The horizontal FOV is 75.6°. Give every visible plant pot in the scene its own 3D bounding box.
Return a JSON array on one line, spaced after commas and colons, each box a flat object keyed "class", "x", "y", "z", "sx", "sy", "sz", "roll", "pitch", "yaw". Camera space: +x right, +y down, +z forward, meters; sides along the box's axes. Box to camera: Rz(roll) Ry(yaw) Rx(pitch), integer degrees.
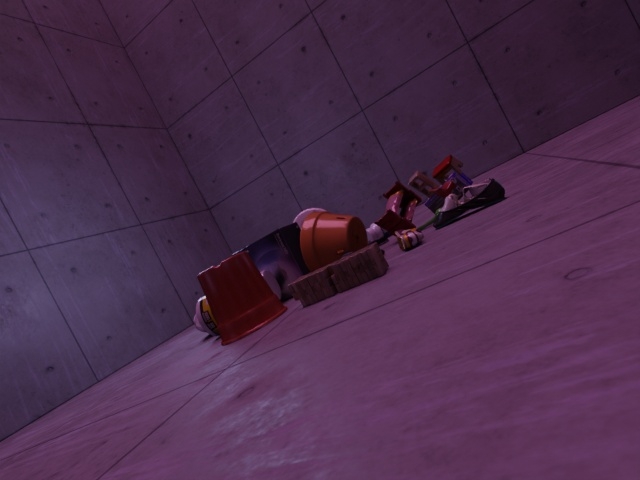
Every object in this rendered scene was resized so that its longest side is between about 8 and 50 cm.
[{"class": "plant pot", "x": -0.302, "y": 0.198, "z": 1.518, "sx": 0.272, "sy": 0.265, "sz": 0.272, "roll": -28, "pitch": 1, "yaw": 1}, {"class": "plant pot", "x": 0.075, "y": 0.007, "z": 1.796, "sx": 0.203, "sy": 0.291, "sz": 0.291, "roll": -7, "pitch": 12, "yaw": 31}]

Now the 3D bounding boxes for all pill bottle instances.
[{"class": "pill bottle", "x": -0.342, "y": 0.259, "z": 1.752, "sx": 0.333, "sy": 0.188, "sz": 0.188, "roll": -28, "pitch": 1, "yaw": 14}, {"class": "pill bottle", "x": 0.000, "y": 0.000, "z": 2.176, "sx": 0.224, "sy": 0.224, "sz": 0.392, "roll": -28, "pitch": -21, "yaw": 2}, {"class": "pill bottle", "x": 0.336, "y": -0.061, "z": 2.278, "sx": 0.180, "sy": 0.108, "sz": 0.108, "roll": -28, "pitch": 1, "yaw": -18}]

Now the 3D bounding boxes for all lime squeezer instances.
[{"class": "lime squeezer", "x": 0.536, "y": -0.115, "z": 1.682, "sx": 0.310, "sy": 0.059, "sz": 0.110, "roll": -29, "pitch": -30, "yaw": 18}]

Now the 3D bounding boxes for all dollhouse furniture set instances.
[{"class": "dollhouse furniture set", "x": 0.407, "y": -0.195, "z": 1.742, "sx": 0.374, "sy": 0.152, "sz": 0.201, "roll": -46, "pitch": 17, "yaw": 48}]

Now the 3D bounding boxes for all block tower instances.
[{"class": "block tower", "x": 0.057, "y": 0.111, "z": 1.301, "sx": 0.335, "sy": 0.091, "sz": 0.097, "roll": -26, "pitch": 2, "yaw": 35}]

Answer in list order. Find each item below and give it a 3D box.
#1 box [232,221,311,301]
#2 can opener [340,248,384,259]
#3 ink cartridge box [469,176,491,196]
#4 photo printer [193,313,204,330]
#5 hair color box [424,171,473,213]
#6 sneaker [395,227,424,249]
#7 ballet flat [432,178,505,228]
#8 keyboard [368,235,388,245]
[{"class": "box", "x": -0.191, "y": 0.116, "z": 1.878, "sx": 0.294, "sy": 0.296, "sz": 0.182, "roll": -28, "pitch": 0, "yaw": 26}, {"class": "can opener", "x": 0.163, "y": 0.071, "z": 1.626, "sx": 0.186, "sy": 0.073, "sz": 0.059, "roll": -17, "pitch": -2, "yaw": 22}, {"class": "ink cartridge box", "x": 0.745, "y": -0.242, "z": 1.904, "sx": 0.099, "sy": 0.056, "sz": 0.135, "roll": -29, "pitch": 0, "yaw": 26}, {"class": "photo printer", "x": -0.469, "y": 0.350, "z": 2.036, "sx": 0.307, "sy": 0.107, "sz": 0.256, "roll": -28, "pitch": -11, "yaw": -10}, {"class": "hair color box", "x": 0.608, "y": -0.225, "z": 1.937, "sx": 0.185, "sy": 0.110, "sz": 0.339, "roll": -50, "pitch": -7, "yaw": 24}, {"class": "sneaker", "x": 0.317, "y": -0.009, "z": 1.462, "sx": 0.083, "sy": 0.070, "sz": 0.185, "roll": -19, "pitch": 8, "yaw": 5}, {"class": "ballet flat", "x": 0.522, "y": -0.140, "z": 1.500, "sx": 0.280, "sy": 0.096, "sz": 0.095, "roll": -28, "pitch": 1, "yaw": 30}, {"class": "keyboard", "x": 0.251, "y": 0.038, "z": 2.074, "sx": 0.192, "sy": 0.038, "sz": 0.100, "roll": -27, "pitch": 24, "yaw": 2}]
